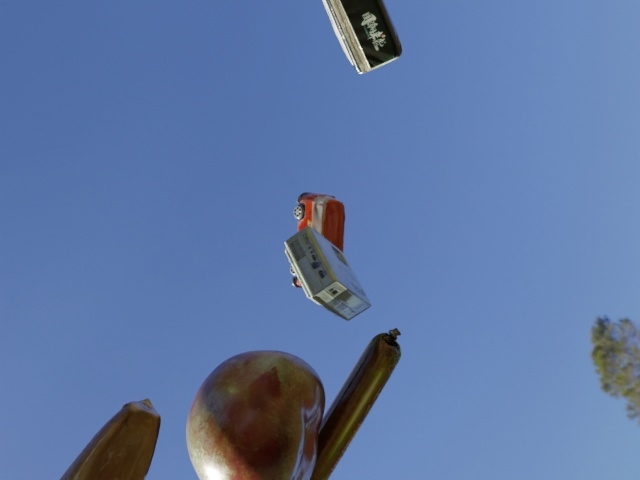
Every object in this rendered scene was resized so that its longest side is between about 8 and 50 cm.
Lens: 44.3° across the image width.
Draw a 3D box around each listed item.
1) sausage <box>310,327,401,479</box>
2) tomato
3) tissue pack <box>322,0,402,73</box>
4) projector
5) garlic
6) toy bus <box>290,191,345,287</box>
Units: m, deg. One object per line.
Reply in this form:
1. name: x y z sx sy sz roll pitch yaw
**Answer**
1. sausage: 0.049 0.323 1.464 0.082 0.082 0.371 42 -103 -43
2. tomato: -0.117 0.318 1.336 0.270 0.222 0.270 7 -90 -73
3. tissue pack: 0.060 -0.362 1.249 0.090 0.103 0.170 -22 -69 7
4. projector: 0.009 0.056 1.243 0.061 0.115 0.147 -33 -30 11
5. garlic: -0.318 0.364 1.089 0.318 0.112 0.143 -63 -20 -15
6. toy bus: 0.000 0.000 1.391 0.079 0.077 0.174 8 -97 -45
